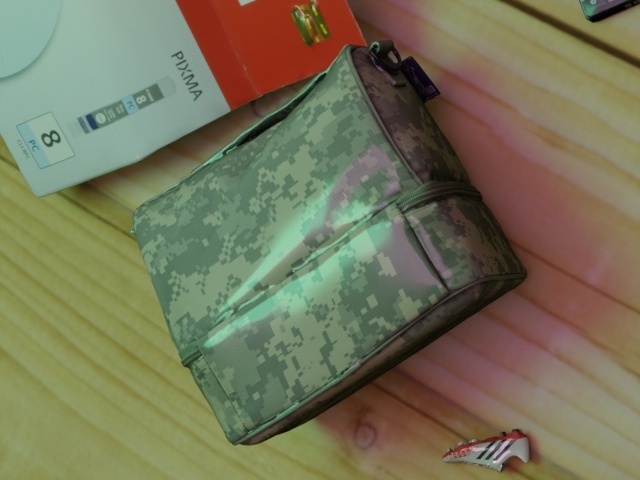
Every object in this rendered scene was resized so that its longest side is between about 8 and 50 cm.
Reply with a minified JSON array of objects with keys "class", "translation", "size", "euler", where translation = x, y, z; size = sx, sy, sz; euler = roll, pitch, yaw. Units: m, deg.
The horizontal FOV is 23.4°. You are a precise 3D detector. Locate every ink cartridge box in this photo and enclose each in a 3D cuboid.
[{"class":"ink cartridge box","translation":[-0.186,-0.235,1.444],"size":[0.385,0.091,0.308],"euler":[-17,107,34]}]

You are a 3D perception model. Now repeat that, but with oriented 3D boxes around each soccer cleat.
[{"class":"soccer cleat","translation":[0.152,0.197,1.414],"size":[0.083,0.029,0.036],"euler":[-17,77,17]}]

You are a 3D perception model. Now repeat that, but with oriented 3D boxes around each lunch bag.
[{"class":"lunch bag","translation":[0.000,0.000,1.384],"size":[0.305,0.212,0.256],"euler":[-35,81,19]}]

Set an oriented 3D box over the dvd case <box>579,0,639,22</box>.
[{"class":"dvd case","translation":[0.282,-0.339,1.382],"size":[0.179,0.029,0.239],"euler":[-22,79,21]}]
